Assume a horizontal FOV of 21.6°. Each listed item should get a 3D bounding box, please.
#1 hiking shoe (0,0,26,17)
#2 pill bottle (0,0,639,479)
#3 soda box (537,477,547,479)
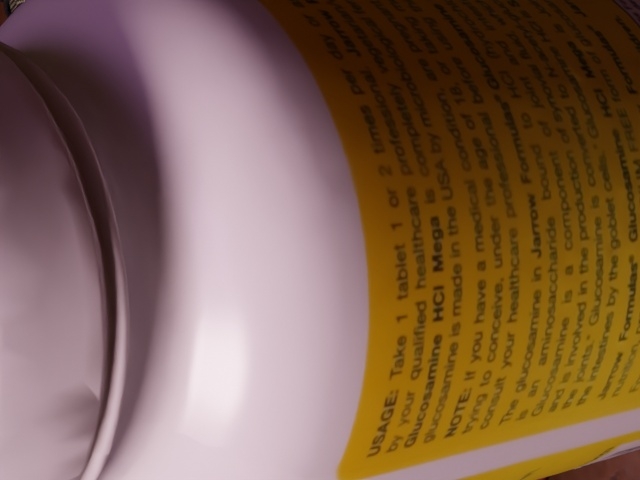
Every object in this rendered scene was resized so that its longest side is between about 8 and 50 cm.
[{"bbox_3d":[-0.115,-0.141,0.740,0.086,0.227,0.114,-24,39,51],"label":"hiking shoe"},{"bbox_3d":[0.000,0.000,0.550,0.188,0.334,0.188,9,102,48],"label":"pill bottle"},{"bbox_3d":[-0.013,0.044,0.764,0.263,0.083,0.092,42,125,36],"label":"soda box"}]
